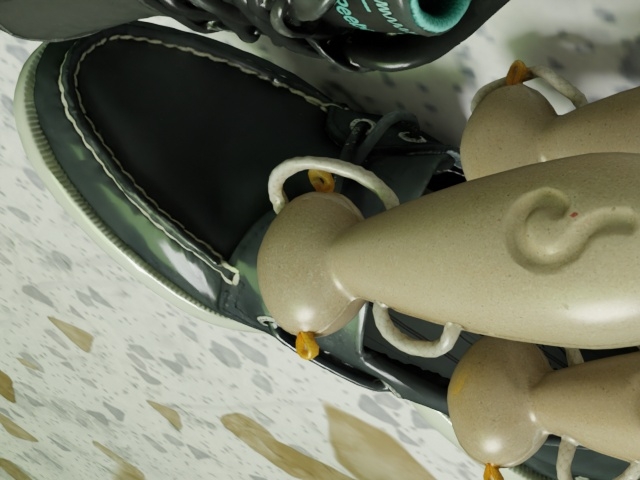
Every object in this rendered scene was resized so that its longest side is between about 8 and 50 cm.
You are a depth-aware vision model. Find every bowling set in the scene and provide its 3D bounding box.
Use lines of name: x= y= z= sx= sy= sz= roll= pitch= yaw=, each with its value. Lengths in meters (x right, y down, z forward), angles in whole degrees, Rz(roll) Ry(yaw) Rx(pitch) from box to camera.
bowling set: x=0.083 y=0.017 z=0.410 sx=0.154 sy=0.287 sz=0.200 roll=-3 pitch=164 yaw=38

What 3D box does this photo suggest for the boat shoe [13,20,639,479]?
boat shoe: x=0.032 y=0.003 z=0.508 sx=0.340 sy=0.127 sz=0.113 roll=39 pitch=152 yaw=-11

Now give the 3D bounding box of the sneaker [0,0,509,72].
sneaker: x=-0.016 y=-0.098 z=0.334 sx=0.267 sy=0.106 sz=0.101 roll=-16 pitch=162 yaw=38
